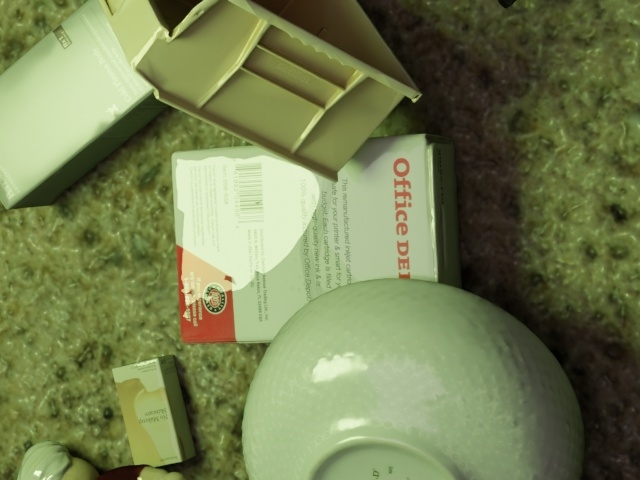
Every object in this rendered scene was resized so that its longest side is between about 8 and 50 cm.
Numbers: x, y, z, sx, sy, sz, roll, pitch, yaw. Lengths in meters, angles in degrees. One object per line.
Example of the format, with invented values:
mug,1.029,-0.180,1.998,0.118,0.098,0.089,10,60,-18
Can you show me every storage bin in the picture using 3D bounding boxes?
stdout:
storage bin,-0.079,-0.214,1.514,0.123,0.260,0.262,-49,41,20

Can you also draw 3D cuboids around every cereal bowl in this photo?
cereal bowl,0.076,0.213,1.528,0.339,0.141,0.338,8,119,15

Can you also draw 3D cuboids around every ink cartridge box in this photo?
ink cartridge box,0.000,0.000,1.623,0.273,0.114,0.197,-2,91,20

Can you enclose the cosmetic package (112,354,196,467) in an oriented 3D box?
cosmetic package,-0.179,0.185,1.735,0.060,0.041,0.115,-16,87,19

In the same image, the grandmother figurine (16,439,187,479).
grandmother figurine,-0.180,0.316,1.715,0.342,0.104,0.207,25,112,19

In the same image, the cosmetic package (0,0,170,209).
cosmetic package,-0.263,-0.149,1.718,0.238,0.107,0.127,-38,83,14

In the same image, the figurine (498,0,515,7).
figurine,0.256,-0.335,1.518,0.215,0.092,0.209,-7,105,8
